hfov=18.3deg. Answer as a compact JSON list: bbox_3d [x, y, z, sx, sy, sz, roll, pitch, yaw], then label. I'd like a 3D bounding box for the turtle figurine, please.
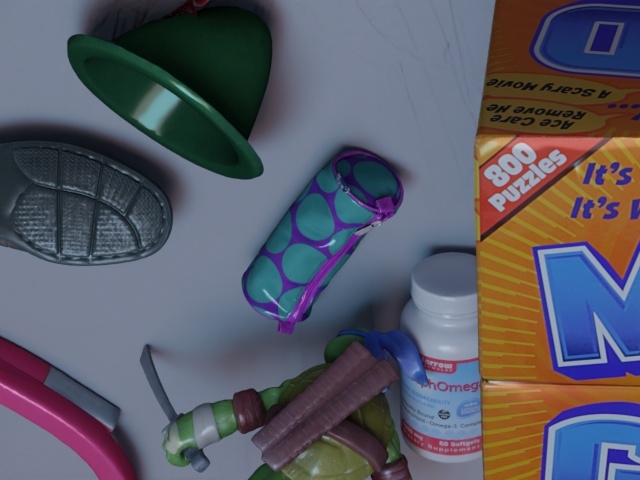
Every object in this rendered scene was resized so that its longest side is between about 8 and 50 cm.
[{"bbox_3d":[-0.029,0.210,1.579,0.274,0.266,0.198,-16,128,37],"label":"turtle figurine"}]

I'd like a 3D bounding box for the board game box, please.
[{"bbox_3d":[0.296,-0.006,1.339,0.356,0.356,0.356,1,123,9],"label":"board game box"}]

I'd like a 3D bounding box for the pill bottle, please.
[{"bbox_3d":[0.106,0.093,1.600,0.087,0.087,0.160,3,123,8],"label":"pill bottle"}]

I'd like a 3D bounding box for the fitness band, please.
[{"bbox_3d":[-0.295,0.188,1.752,0.291,0.054,0.209,33,123,-11],"label":"fitness band"}]

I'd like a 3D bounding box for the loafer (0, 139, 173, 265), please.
[{"bbox_3d":[-0.248,-0.037,1.594,0.267,0.084,0.096,7,93,1],"label":"loafer"}]

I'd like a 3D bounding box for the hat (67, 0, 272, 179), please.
[{"bbox_3d":[-0.064,-0.166,1.494,0.173,0.183,0.208,43,164,-35],"label":"hat"}]

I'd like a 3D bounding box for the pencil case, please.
[{"bbox_3d":[0.000,0.000,1.568,0.064,0.070,0.152,5,136,-40],"label":"pencil case"}]
